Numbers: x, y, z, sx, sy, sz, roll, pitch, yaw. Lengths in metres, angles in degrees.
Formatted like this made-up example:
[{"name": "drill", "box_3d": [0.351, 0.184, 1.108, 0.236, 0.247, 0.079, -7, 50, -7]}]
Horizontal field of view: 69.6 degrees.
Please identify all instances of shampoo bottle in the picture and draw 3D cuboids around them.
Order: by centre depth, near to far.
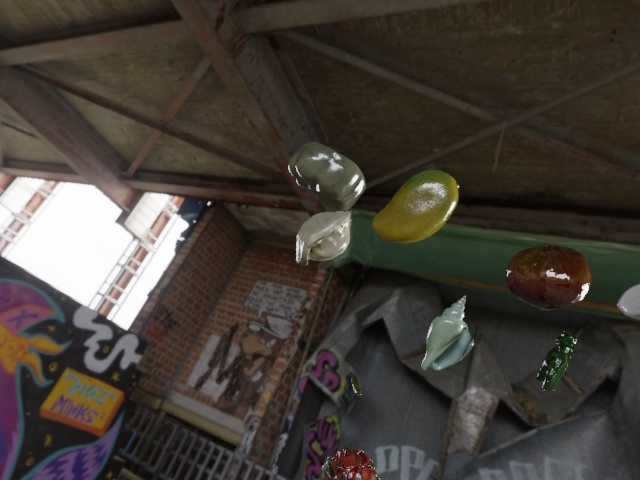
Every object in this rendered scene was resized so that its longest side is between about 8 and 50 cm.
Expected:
[{"name": "shampoo bottle", "box_3d": [0.743, 0.143, 1.055, 0.228, 0.055, 0.086, 16, -54, -48]}]

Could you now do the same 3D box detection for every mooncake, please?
[{"name": "mooncake", "box_3d": [0.017, -0.208, 1.537, 0.275, 0.135, 0.275, 35, -9, 7]}]

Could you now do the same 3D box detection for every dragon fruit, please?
[{"name": "dragon fruit", "box_3d": [0.112, 0.823, 1.613, 0.182, 0.182, 0.188, -6, -70, 48]}]

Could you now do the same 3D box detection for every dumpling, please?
[{"name": "dumpling", "box_3d": [0.000, 0.000, 1.108, 0.118, 0.136, 0.199, 40, -43, 1]}]

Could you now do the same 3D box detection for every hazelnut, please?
[{"name": "hazelnut", "box_3d": [0.736, 0.117, 1.501, 0.252, 0.217, 0.217, 1, -34, 38]}]

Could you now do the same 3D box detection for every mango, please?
[{"name": "mango", "box_3d": [0.205, -0.063, 0.960, 0.122, 0.191, 0.085, 43, 8, 22]}]

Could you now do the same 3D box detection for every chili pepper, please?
[{"name": "chili pepper", "box_3d": [0.816, 0.419, 1.596, 0.061, 0.224, 0.098, 30, 2, -6]}]

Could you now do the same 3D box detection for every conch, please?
[{"name": "conch", "box_3d": [0.269, 0.196, 0.957, 0.088, 0.180, 0.065, 25, 1, 7]}]

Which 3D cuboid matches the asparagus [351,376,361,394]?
[{"name": "asparagus", "box_3d": [0.117, 0.479, 1.501, 0.025, 0.021, 0.108, -2, 13, -4]}]
